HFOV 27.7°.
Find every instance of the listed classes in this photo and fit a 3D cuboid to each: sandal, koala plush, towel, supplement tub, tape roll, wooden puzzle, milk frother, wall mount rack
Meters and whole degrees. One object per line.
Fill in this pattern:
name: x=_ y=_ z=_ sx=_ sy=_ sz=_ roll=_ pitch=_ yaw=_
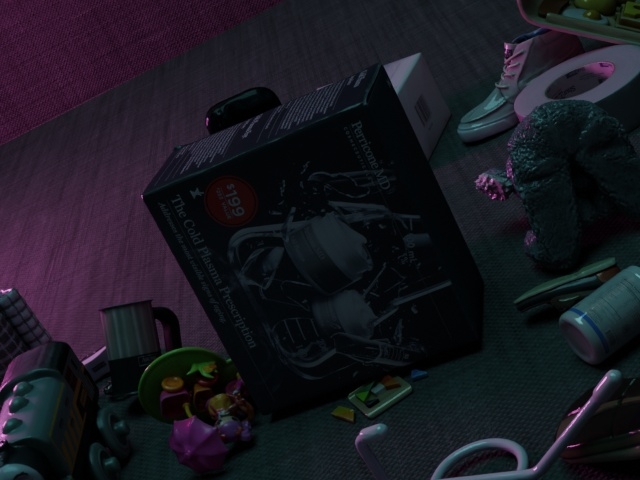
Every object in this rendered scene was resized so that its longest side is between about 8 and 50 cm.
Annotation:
sandal: x=0.347 y=0.182 z=1.236 sx=0.120 sy=0.086 sz=0.303 roll=-46 pitch=13 yaw=-25
koala plush: x=0.316 y=-0.096 z=1.751 sx=0.196 sy=0.203 sz=0.221 roll=-29 pitch=10 yaw=-3
towel: x=-0.527 y=0.206 z=1.998 sx=0.284 sy=0.235 sz=0.121 roll=-14 pitch=32 yaw=32
supplement tub: x=0.330 y=0.085 z=1.468 sx=0.107 sy=0.071 sz=0.071 roll=-34 pitch=23 yaw=-15
tape roll: x=0.417 y=-0.220 z=2.023 sx=0.219 sy=0.072 sz=0.219 roll=-25 pitch=22 yaw=11
wooden puzzle: x=0.072 y=0.189 z=1.617 sx=0.116 sy=0.014 sz=0.078 roll=-35 pitch=23 yaw=-17
milk frother: x=-0.289 y=0.163 z=1.936 sx=0.143 sy=0.134 sz=0.129 roll=-11 pitch=-3 yaw=30
wall mount rack: x=0.147 y=0.259 z=1.228 sx=0.304 sy=0.130 sz=0.350 roll=-15 pitch=27 yaw=30

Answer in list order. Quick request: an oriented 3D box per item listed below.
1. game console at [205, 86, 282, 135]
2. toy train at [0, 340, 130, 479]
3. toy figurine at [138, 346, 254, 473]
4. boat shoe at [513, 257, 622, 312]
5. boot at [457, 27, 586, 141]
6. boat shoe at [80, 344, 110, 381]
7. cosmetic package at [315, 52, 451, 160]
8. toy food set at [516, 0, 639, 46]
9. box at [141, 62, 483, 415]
game console: x=-0.033 y=-0.058 z=1.815 sx=0.213 sy=0.361 sz=0.044 roll=-28 pitch=31 yaw=-4
toy train: x=-0.352 y=0.275 z=1.694 sx=0.142 sy=0.190 sz=0.334 roll=-25 pitch=22 yaw=9
toy figurine: x=-0.140 y=0.233 z=1.689 sx=0.173 sy=0.130 sz=0.159 roll=-7 pitch=33 yaw=-13
boat shoe: x=0.303 y=0.064 z=1.581 sx=0.137 sy=0.043 sz=0.049 roll=-22 pitch=5 yaw=16
boot: x=0.325 y=-0.276 z=2.180 sx=0.258 sy=0.123 sz=0.095 roll=-31 pitch=22 yaw=-7
boat shoe: x=-0.338 y=0.185 z=2.061 sx=0.142 sy=0.049 sz=0.040 roll=-28 pitch=22 yaw=6
cosmetic package: x=0.081 y=-0.198 z=2.285 sx=0.225 sy=0.138 sz=0.224 roll=-17 pitch=25 yaw=29
toy food set: x=0.483 y=-0.405 z=2.140 sx=0.306 sy=0.092 sz=0.219 roll=14 pitch=29 yaw=10
box: x=0.000 y=0.000 z=1.665 sx=0.312 sy=0.343 sz=0.179 roll=-22 pitch=18 yaw=17
